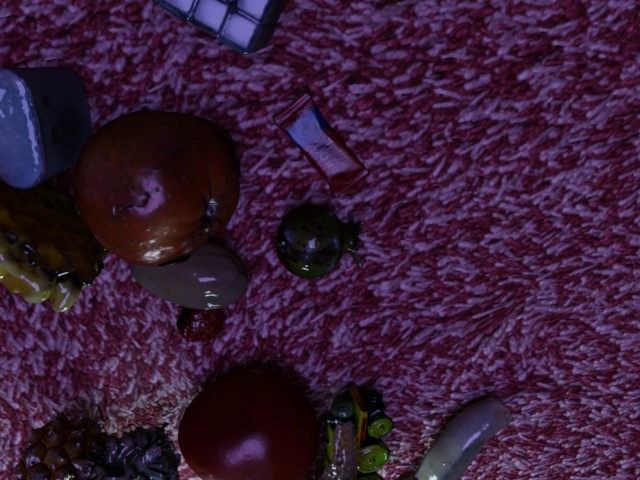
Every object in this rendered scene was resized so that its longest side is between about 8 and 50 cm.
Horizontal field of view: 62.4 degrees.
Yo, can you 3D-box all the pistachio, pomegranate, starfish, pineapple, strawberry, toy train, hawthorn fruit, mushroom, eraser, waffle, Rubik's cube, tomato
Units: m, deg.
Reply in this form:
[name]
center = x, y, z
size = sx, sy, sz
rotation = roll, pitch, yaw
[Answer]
[pistachio]
center = -0.249, 0.061, 1.017
size = 0.225, 0.136, 0.136
rotation = 8, 111, 4
[pomegranate]
center = 0.000, 0.001, 0.999
size = 0.169, 0.148, 0.149
rotation = -4, 111, -7
[starfish]
center = 0.013, 0.520, 1.057
size = 0.324, 0.082, 0.432
rotation = -46, 127, 5
[pineapple]
center = -0.421, 0.458, 1.077
size = 0.271, 0.262, 0.263
rotation = -14, 111, 14
[strawberry]
center = -0.241, 0.161, 1.073
size = 0.106, 0.106, 0.106
rotation = 0, 111, -1
[toy train]
center = 0.070, 0.468, 1.185
size = 0.160, 0.100, 0.296
rotation = -1, 112, -15
[hawthorn fruit]
center = -0.299, -0.100, 0.903
size = 0.307, 0.276, 0.276
rotation = 20, 112, 22
[mushroom]
center = 0.305, 0.498, 1.221
size = 0.122, 0.095, 0.351
rotation = 24, 110, -31
[eraser]
center = -0.451, -0.191, 0.862
size = 0.081, 0.227, 0.174
rotation = -6, 109, -4
[waffle]
center = -0.504, -0.066, 0.834
size = 0.095, 0.380, 0.382
rotation = -40, 113, 0
[Rubik's cube]
center = -0.148, -0.437, 0.773
size = 0.236, 0.237, 0.238
rotation = 26, 108, -10
[tomato]
center = -0.148, 0.415, 1.104
size = 0.298, 0.226, 0.299
rotation = 0, 108, 1

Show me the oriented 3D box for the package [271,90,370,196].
[package]
center = 0.002, -0.176, 0.989
size = 0.083, 0.022, 0.200
rotation = -37, 109, 12
